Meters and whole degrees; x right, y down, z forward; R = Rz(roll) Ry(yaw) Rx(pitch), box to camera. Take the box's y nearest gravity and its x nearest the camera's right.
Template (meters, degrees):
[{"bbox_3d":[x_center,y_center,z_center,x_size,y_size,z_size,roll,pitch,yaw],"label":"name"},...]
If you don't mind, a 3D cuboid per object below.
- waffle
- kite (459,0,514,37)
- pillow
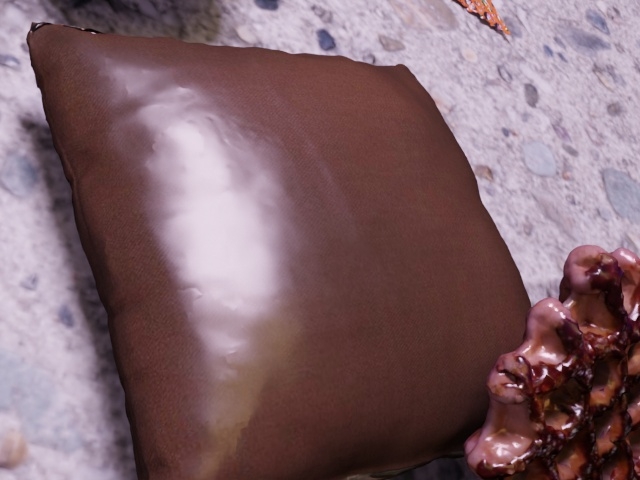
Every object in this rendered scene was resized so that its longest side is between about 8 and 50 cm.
[{"bbox_3d":[0.174,0.113,0.544,0.234,0.055,0.221,26,84,-42],"label":"waffle"},{"bbox_3d":[0.102,-0.289,0.841,0.222,0.008,0.125,29,52,-16],"label":"kite"},{"bbox_3d":[0.000,0.000,0.541,0.308,0.108,0.305,-3,64,-37],"label":"pillow"}]
